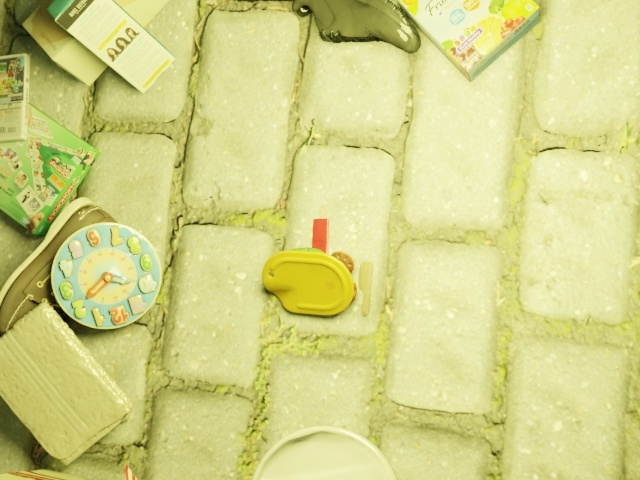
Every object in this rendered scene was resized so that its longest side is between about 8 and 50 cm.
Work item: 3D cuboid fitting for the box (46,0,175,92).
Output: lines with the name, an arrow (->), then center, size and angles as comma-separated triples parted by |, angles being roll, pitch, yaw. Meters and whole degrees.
box -> -0.400, -0.397, 1.716 | 0.100, 0.244, 0.060 | -46, 47, 3

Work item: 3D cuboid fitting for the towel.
towel -> -0.509, 0.276, 1.704 | 0.187, 0.049, 0.282 | -38, 93, 4

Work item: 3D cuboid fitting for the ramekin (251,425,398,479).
ramekin -> 0.019, 0.456, 1.538 | 0.273, 0.127, 0.272 | -2, 81, 14

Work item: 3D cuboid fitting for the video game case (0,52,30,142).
video game case -> -0.698, -0.289, 1.841 | 0.201, 0.023, 0.183 | -4, 80, 14

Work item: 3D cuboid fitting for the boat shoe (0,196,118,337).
boat shoe -> -0.521, 0.071, 1.741 | 0.097, 0.116, 0.324 | 34, 85, 18

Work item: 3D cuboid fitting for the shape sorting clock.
shape sorting clock -> -0.408, 0.068, 1.698 | 0.206, 0.040, 0.206 | -3, 99, -17

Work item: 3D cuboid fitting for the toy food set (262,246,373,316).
toy food set -> 0.005, 0.068, 1.637 | 0.218, 0.071, 0.128 | 5, 116, 20

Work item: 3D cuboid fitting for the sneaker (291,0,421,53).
sneaker -> 0.067, -0.418, 1.687 | 0.286, 0.109, 0.130 | 38, 98, 26

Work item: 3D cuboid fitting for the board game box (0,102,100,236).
board game box -> -0.639, -0.181, 1.844 | 0.317, 0.046, 0.213 | 34, 89, 17

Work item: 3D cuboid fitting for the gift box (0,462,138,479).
gift box -> -0.463, 0.528, 1.582 | 0.258, 0.255, 0.276 | 8, 87, 17

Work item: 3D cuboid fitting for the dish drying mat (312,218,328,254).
dish drying mat -> 0.000, 0.000, 1.676 | 0.032, 0.008, 0.083 | -1, 82, 16

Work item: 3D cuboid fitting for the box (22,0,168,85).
box -> -0.431, -0.483, 1.789 | 0.311, 0.121, 0.148 | -47, 61, 2

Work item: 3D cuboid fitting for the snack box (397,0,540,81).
snack box -> 0.272, -0.429, 1.645 | 0.174, 0.070, 0.207 | -42, 72, 5
